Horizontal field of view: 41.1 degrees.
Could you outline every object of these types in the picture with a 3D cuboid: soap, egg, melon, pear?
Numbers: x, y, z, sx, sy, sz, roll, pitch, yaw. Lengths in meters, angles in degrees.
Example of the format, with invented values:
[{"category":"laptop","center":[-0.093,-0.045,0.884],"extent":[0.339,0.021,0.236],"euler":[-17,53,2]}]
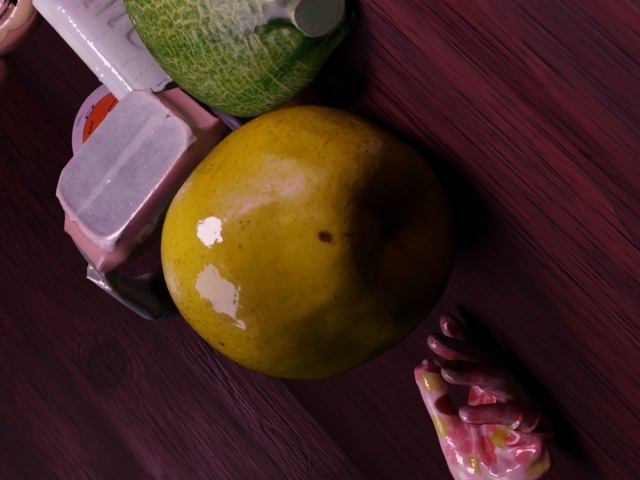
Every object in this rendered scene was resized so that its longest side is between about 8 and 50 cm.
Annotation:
[{"category":"soap","center":[-0.247,-0.282,1.078],"extent":[0.261,0.150,0.094],"euler":[47,168,12]},{"category":"egg","center":[-0.029,-0.143,0.924],"extent":[0.083,0.071,0.071],"euler":[1,129,54]},{"category":"melon","center":[-0.092,-0.211,0.846],"extent":[0.196,0.124,0.323],"euler":[50,169,-28]},{"category":"pear","center":[-0.018,0.005,0.845],"extent":[0.294,0.294,0.294],"euler":[47,165,17]}]

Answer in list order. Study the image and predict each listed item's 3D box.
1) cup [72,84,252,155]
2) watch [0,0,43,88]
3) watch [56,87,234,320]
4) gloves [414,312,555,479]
[{"category":"cup","center":[-0.223,-0.135,1.258],"extent":[0.212,0.212,0.317],"euler":[58,162,-25]},{"category":"watch","center":[-0.507,-0.438,1.278],"extent":[0.314,0.335,0.327],"euler":[54,-175,-34]},{"category":"watch","center":[-0.172,-0.027,1.028],"extent":[0.162,0.253,0.241],"euler":[43,-176,39]},{"category":"gloves","center":[0.196,0.201,1.009],"extent":[0.145,0.126,0.241],"euler":[162,98,-80]}]
